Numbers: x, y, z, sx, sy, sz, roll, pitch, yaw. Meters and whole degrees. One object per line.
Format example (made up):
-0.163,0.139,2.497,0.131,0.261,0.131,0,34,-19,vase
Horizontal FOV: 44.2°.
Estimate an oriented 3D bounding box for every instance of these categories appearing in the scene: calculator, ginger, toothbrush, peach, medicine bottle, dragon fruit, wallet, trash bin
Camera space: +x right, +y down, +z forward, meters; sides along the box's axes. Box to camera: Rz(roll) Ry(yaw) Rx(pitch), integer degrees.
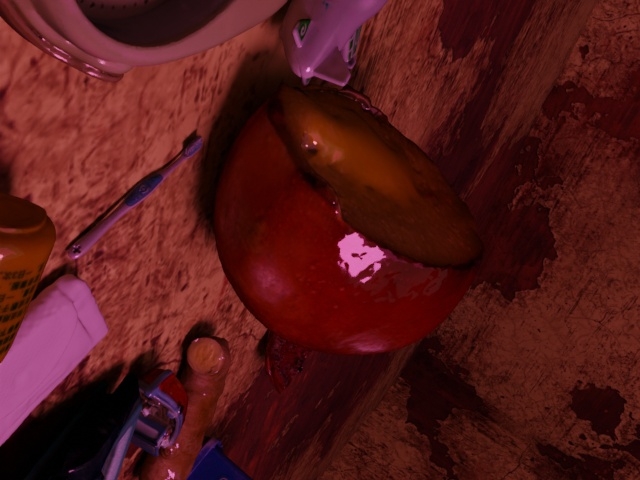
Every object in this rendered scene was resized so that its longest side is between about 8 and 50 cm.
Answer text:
-0.271,0.295,0.788,0.274,0.058,0.248,-59,173,-62,calculator
-0.176,0.235,1.051,0.118,0.065,0.299,-62,177,-57,ginger
-0.156,-0.038,0.678,0.162,0.014,0.017,-49,177,-28,toothbrush
0.026,-0.028,0.813,0.281,0.281,0.338,-51,154,-20,peach
-0.256,0.089,0.524,0.095,0.064,0.261,-5,126,-60,medicine bottle
-0.057,0.180,1.299,0.162,0.083,0.106,-58,180,-33,dragon fruit
-0.252,0.116,0.654,0.183,0.032,0.124,-51,165,-24,wallet
-0.142,0.439,1.234,0.162,0.234,0.184,-50,162,-26,trash bin

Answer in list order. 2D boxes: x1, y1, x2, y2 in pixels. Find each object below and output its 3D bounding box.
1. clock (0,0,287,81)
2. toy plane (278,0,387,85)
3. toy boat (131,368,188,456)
-0.095,-0.200,0.392,0.308,0.096,0.235,-42,160,-43,clock
0.020,-0.220,0.721,0.174,0.080,0.174,21,90,-76,toy plane
-0.195,0.202,0.923,0.059,0.069,0.173,-56,171,-36,toy boat
